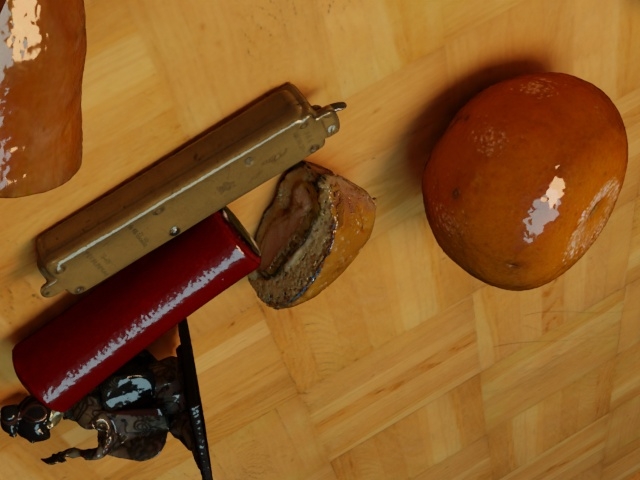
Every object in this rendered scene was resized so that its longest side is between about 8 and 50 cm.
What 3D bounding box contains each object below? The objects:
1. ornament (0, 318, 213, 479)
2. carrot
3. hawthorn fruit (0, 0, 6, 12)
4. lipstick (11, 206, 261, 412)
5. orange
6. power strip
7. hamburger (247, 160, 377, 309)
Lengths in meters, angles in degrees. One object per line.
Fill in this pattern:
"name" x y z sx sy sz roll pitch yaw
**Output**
"ornament" -0.210 0.179 1.196 0.196 0.166 0.153 -8 123 -6
"carrot" -0.206 -0.154 0.722 0.159 0.159 0.225 -10 129 -35
"hawthorn fruit" -0.253 -0.169 0.515 0.275 0.299 0.276 16 90 -71
"lipstick" -0.167 0.060 1.105 0.241 0.080 0.080 -37 150 5
"orange" 0.198 -0.062 1.192 0.224 0.170 0.224 -43 153 -28
"power strip" -0.112 -0.045 1.043 0.305 0.044 0.064 -31 150 -2
"hamburger" 0.007 -0.004 1.170 0.102 0.087 0.176 -8 139 -34
